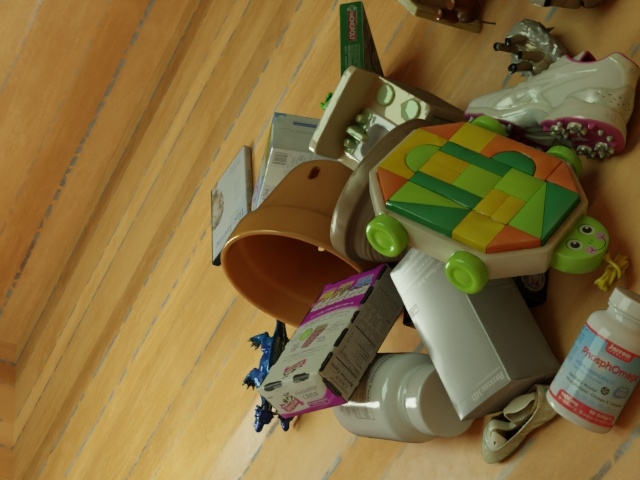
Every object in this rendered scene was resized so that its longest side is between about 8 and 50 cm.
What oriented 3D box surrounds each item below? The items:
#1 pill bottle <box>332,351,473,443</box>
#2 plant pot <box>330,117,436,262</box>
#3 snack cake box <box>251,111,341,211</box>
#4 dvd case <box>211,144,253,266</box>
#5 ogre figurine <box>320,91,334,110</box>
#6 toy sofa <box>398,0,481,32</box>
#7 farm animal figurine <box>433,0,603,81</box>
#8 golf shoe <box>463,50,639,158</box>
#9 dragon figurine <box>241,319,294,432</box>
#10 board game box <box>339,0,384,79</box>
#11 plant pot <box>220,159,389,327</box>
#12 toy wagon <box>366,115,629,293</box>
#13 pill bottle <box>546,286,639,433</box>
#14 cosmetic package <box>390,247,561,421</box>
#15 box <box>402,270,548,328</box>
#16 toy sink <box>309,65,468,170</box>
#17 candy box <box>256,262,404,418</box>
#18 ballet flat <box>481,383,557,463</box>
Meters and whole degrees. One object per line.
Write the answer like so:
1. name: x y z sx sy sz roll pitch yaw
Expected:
1. pill bottle: 0.123 0.229 1.585 0.229 0.131 0.131 -11 63 61
2. plant pot: 0.132 -0.052 1.592 0.110 0.237 0.237 35 108 24
3. snack cake box: -0.037 -0.113 2.027 0.264 0.152 0.089 110 165 -53
4. dvd case: -0.214 -0.084 2.599 0.180 0.022 0.253 -49 33 37
5. ogre figurine: 0.006 -0.187 2.154 0.197 0.097 0.118 -53 17 9
6. toy sofa: 0.241 -0.548 1.801 0.177 0.150 0.362 54 128 44
7. farm animal figurine: 0.322 -0.441 1.612 0.327 0.172 0.330 52 135 36
8. golf shoe: 0.328 -0.194 1.526 0.306 0.115 0.140 13 75 57
9. dragon figurine: -0.077 0.221 2.039 0.144 0.085 0.289 -7 67 62
10. board game box: 0.079 -0.242 1.948 0.046 0.213 0.317 -8 55 12
11. plant pot: 0.000 0.000 1.853 0.291 0.291 0.203 -33 29 52
12. toy wagon: 0.236 -0.042 1.396 0.267 0.344 0.068 -44 -34 -33
13. pill bottle: 0.338 0.139 1.273 0.160 0.087 0.087 -65 26 13
14. cosmetic package: 0.203 0.107 1.449 0.127 0.107 0.238 -53 51 44
15. box: 0.232 0.010 1.607 0.270 0.060 0.216 -25 50 56
16. toy sink: 0.123 -0.165 1.718 0.131 0.234 0.152 36 106 35
17. candy box: 0.023 0.153 1.646 0.159 0.071 0.233 -23 25 50
18. ballet flat: 0.250 0.235 1.419 0.168 0.052 0.057 -51 33 36
